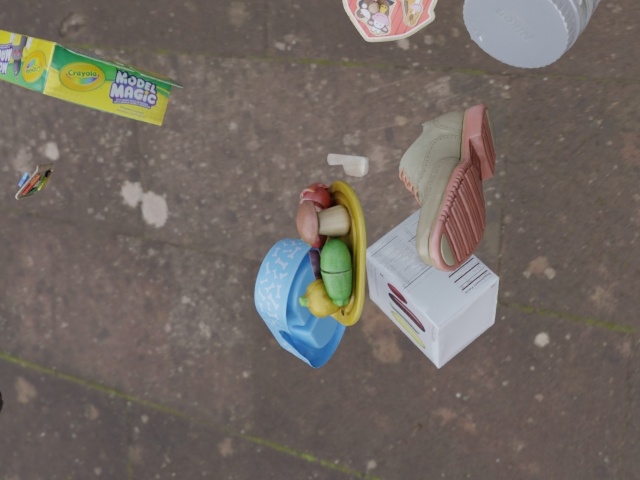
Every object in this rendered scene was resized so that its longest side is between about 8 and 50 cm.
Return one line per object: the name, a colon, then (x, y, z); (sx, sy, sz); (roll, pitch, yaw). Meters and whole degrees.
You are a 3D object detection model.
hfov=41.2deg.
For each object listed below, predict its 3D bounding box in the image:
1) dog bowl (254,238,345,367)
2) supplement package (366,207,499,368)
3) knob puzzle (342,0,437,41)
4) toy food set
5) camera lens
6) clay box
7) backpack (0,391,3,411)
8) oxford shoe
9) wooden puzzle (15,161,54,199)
dog bowl: (-0.029, 0.104, 1.469); (0.074, 0.166, 0.297); (16, 155, 24)
supplement package: (0.204, 0.091, 1.586); (0.203, 0.149, 0.194); (45, 165, 28)
knob puzzle: (0.120, -0.442, 1.552); (0.213, 0.030, 0.213); (10, 129, 12)
toy food set: (0.000, 0.000, 1.018); (0.128, 0.071, 0.218); (-144, 52, -64)
camera lens: (0.404, -0.477, 1.539); (0.219, 0.274, 0.219); (26, 154, 14)
clay box: (-0.245, -0.164, 0.849); (0.222, 0.127, 0.053); (24, 100, 47)
backpack: (-0.322, 0.148, 0.582); (0.152, 0.182, 0.115); (-8, 113, 33)
oxford shoe: (0.204, -0.087, 1.457); (0.146, 0.397, 0.140); (-4, 126, 25)
wooden puzzle: (-0.499, -0.104, 1.497); (0.014, 0.116, 0.078); (39, 109, -1)
